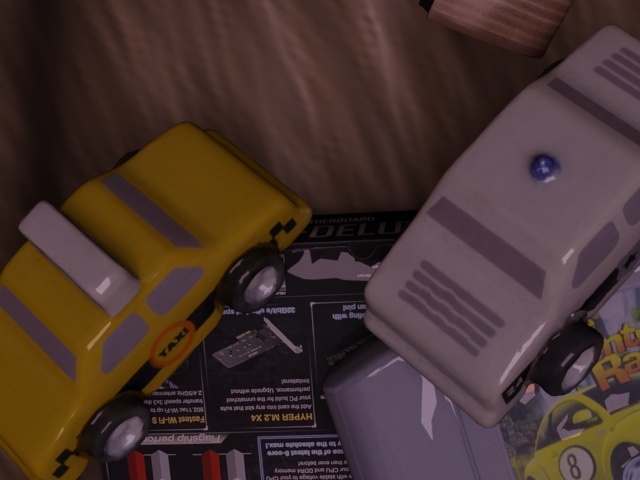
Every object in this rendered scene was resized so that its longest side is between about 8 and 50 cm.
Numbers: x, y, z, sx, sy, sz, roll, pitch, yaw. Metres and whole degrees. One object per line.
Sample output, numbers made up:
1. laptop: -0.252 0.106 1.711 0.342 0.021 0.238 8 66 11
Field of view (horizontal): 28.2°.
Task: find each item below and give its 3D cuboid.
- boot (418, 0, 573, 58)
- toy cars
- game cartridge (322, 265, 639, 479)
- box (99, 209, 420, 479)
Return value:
1. boot: 0.028 -0.228 0.577 0.283 0.109 0.220 19 105 -8
2. toy cars: 0.000 0.000 0.568 0.393 0.087 0.176 -11 64 13
3. game cartridge: 0.160 0.092 0.617 0.294 0.060 0.196 -17 98 7
4. box: 0.034 0.108 0.698 0.307 0.076 0.242 -3 104 7
